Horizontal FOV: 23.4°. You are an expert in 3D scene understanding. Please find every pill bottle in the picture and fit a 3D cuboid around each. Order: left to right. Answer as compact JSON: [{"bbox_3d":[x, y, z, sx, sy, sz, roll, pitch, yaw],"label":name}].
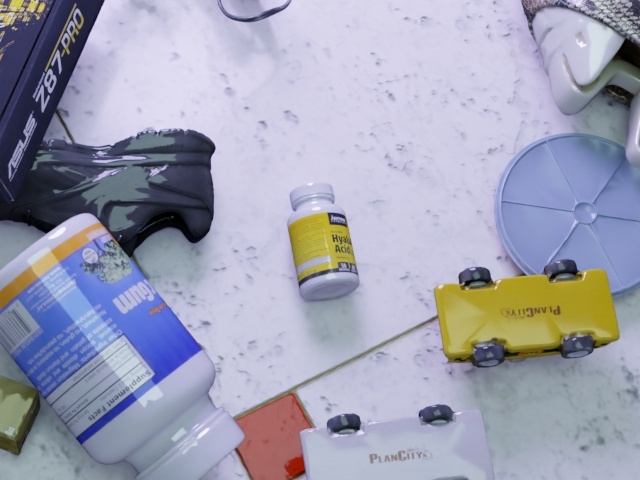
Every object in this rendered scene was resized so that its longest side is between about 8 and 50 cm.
[{"bbox_3d":[-0.199,0.121,1.508,0.152,0.152,0.272,-39,90,-19],"label":"pill bottle"},{"bbox_3d":[0.000,0.000,1.638,0.065,0.065,0.116,-8,70,-11],"label":"pill bottle"}]

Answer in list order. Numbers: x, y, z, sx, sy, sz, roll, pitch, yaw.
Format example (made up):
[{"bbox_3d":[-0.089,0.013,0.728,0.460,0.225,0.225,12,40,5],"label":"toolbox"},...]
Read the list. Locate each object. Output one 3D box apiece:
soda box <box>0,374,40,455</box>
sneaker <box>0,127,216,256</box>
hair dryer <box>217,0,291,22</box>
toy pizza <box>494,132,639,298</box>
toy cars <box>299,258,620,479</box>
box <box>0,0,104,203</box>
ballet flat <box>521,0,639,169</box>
[{"bbox_3d":[-0.372,0.149,1.531,0.181,0.061,0.058,21,67,0],"label":"soda box"},{"bbox_3d":[-0.245,-0.039,1.604,0.286,0.109,0.130,-7,80,-6],"label":"sneaker"},{"bbox_3d":[-0.104,-0.373,1.747,0.224,0.080,0.293,34,53,-9],"label":"hair dryer"},{"bbox_3d":[0.288,-0.025,1.706,0.201,0.032,0.201,3,67,-6],"label":"toy pizza"},{"bbox_3d":[0.142,0.157,1.587,0.176,0.087,0.393,40,71,11],"label":"toy cars"},{"bbox_3d":[-0.440,-0.228,1.596,0.395,0.097,0.318,13,65,17],"label":"box"},{"bbox_3d":[0.374,-0.168,1.709,0.483,0.164,0.182,37,71,3],"label":"ballet flat"}]
